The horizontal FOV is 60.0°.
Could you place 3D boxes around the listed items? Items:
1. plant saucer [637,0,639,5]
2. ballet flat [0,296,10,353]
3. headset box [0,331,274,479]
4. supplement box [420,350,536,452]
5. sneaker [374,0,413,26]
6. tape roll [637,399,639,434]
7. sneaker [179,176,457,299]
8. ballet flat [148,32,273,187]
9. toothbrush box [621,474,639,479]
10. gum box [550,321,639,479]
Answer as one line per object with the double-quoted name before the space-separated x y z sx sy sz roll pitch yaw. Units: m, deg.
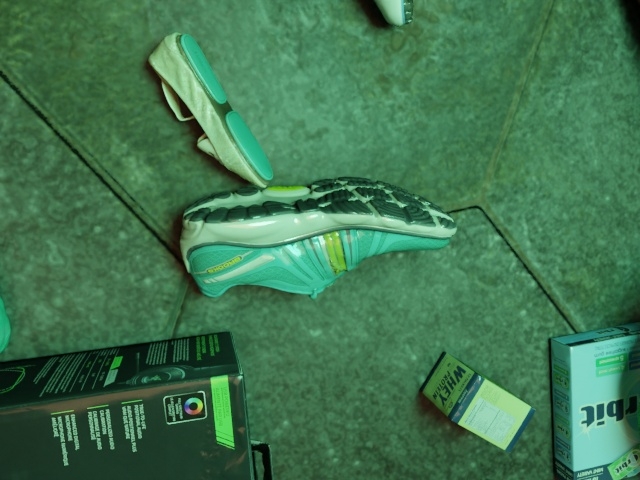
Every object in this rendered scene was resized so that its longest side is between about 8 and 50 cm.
"plant saucer" 0.498 -0.253 0.635 0.259 0.048 0.258 -26 86 -8
"ballet flat" -0.338 0.001 0.480 0.083 0.087 0.247 -16 100 -10
"headset box" -0.187 0.234 0.521 0.283 0.131 0.246 -5 98 -13
"supplement box" 0.173 0.178 0.619 0.083 0.083 0.056 32 89 -15
"sneaker" 0.027 -0.318 0.535 0.086 0.085 0.237 -21 106 17
"tape roll" 0.518 0.161 0.613 0.322 0.077 0.320 -6 116 -12
"sneaker" 0.000 0.000 0.567 0.276 0.107 0.109 -5 117 -8
"ballet flat" -0.108 -0.119 0.544 0.052 0.057 0.168 -27 99 19
"toothbrush box" 0.395 0.484 0.687 0.217 0.126 0.295 -26 103 -9
"gum box" 0.368 0.201 0.688 0.157 0.041 0.184 -8 98 -13
